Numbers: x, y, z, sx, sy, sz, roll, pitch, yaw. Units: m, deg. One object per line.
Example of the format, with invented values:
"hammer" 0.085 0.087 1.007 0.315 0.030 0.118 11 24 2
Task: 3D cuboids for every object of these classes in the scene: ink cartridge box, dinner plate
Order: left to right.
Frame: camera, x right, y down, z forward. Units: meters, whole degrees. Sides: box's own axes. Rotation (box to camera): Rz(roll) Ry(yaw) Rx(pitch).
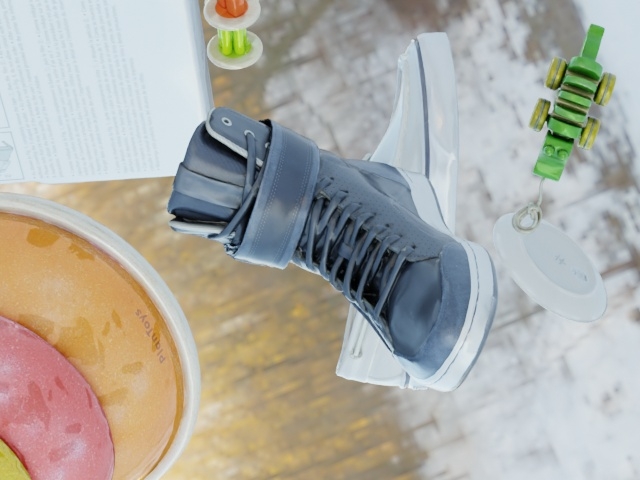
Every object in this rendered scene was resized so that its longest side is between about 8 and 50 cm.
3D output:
"ink cartridge box" -0.199 -0.145 1.062 0.275 0.238 0.060 85 -178 -49
"dinner plate" 0.233 0.022 1.636 0.141 0.017 0.141 26 -143 -22

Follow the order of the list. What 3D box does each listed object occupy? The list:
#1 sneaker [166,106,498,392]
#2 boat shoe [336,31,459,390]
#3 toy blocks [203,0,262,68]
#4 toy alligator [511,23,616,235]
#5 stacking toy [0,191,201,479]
"sneaker" -0.001 0.001 0.919 0.086 0.163 0.226 -66 20 16
"boat shoe" 0.053 -0.021 1.221 0.096 0.088 0.268 -93 7 -74
"toy blocks" -0.085 -0.251 1.518 0.148 0.054 0.123 87 178 -49
"toy alligator" 0.203 -0.091 1.388 0.051 0.056 0.190 -45 -26 -83
"stacking toy" -0.332 0.201 1.415 0.351 0.350 0.480 68 -155 -21
